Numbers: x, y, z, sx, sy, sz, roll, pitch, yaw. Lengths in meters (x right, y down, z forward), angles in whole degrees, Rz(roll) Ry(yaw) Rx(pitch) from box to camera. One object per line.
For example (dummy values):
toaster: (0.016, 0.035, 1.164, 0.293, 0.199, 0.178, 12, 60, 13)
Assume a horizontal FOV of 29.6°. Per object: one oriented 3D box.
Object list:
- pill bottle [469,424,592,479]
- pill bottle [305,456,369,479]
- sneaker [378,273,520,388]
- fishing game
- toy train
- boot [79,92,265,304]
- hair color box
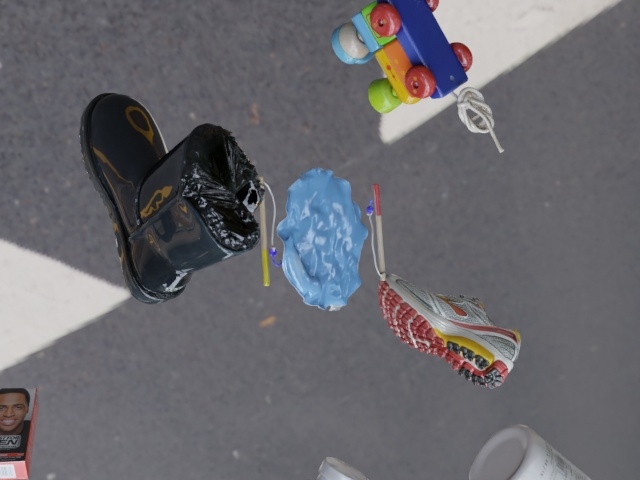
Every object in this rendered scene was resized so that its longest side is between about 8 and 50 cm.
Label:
pill bottle: (0.344, 0.391, 1.823, 0.229, 0.131, 0.131, 40, 113, -21)
pill bottle: (-0.004, 0.408, 1.735, 0.103, 0.103, 0.184, 22, 98, -58)
sneaker: (0.177, 0.115, 1.699, 0.093, 0.225, 0.088, -46, 161, -32)
fishing game: (0.000, 0.000, 1.587, 0.041, 0.189, 0.264, -5, -179, 37)
toy train: (0.120, -0.197, 1.550, 0.105, 0.248, 0.143, -36, -171, -40)
boot: (-0.149, -0.074, 1.231, 0.094, 0.247, 0.207, -6, 163, -36)
hair color box: (-0.456, 0.281, 1.774, 0.072, 0.141, 0.043, -1, 131, -5)
